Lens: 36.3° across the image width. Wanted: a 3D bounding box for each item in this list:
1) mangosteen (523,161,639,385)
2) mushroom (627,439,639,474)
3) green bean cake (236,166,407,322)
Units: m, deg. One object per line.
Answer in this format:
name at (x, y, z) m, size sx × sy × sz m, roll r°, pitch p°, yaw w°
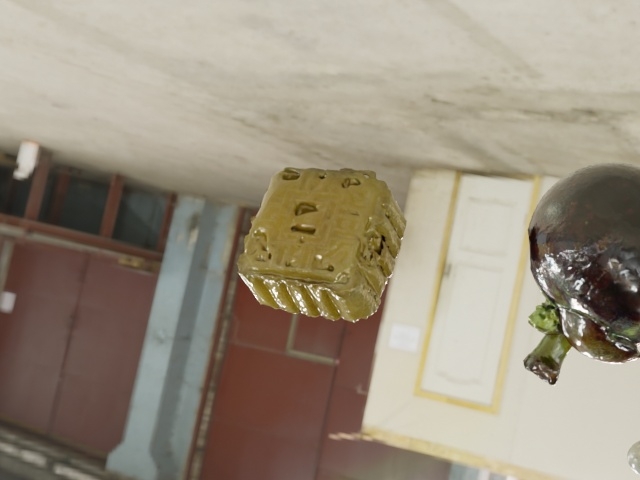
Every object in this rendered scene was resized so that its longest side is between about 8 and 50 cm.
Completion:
mangosteen at (0.335, 0.046, 1.188) m, size 0.231 × 0.289 × 0.231 m, roll 36°, pitch -159°, yaw -16°
mushroom at (0.631, 0.407, 1.873) m, size 0.085 × 0.079 × 0.085 m, roll 8°, pitch 131°, yaw 9°
green bean cake at (0.000, 0.000, 1.539) m, size 0.229 × 0.224 × 0.131 m, roll 7°, pitch 153°, yaw 23°
